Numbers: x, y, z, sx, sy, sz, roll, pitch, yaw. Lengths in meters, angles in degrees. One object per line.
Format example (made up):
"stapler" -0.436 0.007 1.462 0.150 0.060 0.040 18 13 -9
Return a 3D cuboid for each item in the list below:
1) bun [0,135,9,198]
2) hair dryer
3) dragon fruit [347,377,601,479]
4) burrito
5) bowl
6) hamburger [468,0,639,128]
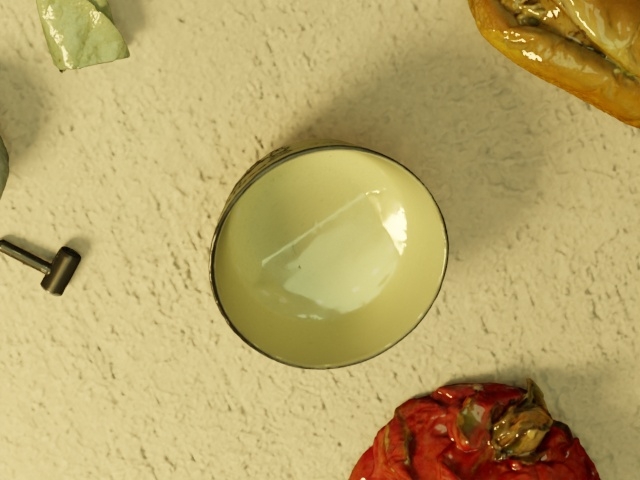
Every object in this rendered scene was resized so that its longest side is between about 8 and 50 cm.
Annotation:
"bun" -0.368 -0.071 1.813 0.141 0.083 0.140 -1 104 -2
"hair dryer" -0.287 0.018 1.893 0.083 0.026 0.047 27 102 -11
"dragon fruit" 0.176 0.266 2.000 0.317 0.152 0.205 -6 110 -8
"burrito" -0.232 -0.219 1.799 0.074 0.044 0.118 -15 115 -1
"bowl" 0.000 0.000 1.879 0.238 0.126 0.237 -3 111 -9
"hamburger" 0.281 -0.201 1.838 0.283 0.156 0.144 29 103 -17
